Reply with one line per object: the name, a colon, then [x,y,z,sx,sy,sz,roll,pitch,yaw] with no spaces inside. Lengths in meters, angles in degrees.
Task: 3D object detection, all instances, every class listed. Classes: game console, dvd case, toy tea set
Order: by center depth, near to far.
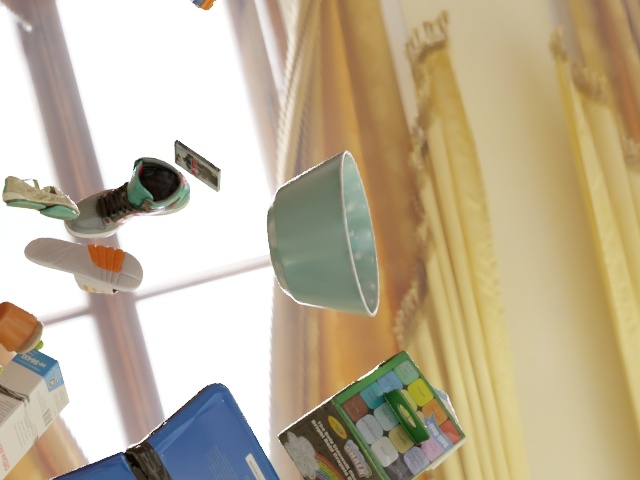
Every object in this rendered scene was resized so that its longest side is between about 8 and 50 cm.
game console: [-0.194,0.379,1.337,0.173,0.293,0.250,-13,-161,44]
toy tea set: [-0.595,0.247,1.656,0.336,0.124,0.200,-31,-143,17]
dvd case: [-0.258,-0.156,2.058,0.013,0.119,0.087,-49,168,-26]

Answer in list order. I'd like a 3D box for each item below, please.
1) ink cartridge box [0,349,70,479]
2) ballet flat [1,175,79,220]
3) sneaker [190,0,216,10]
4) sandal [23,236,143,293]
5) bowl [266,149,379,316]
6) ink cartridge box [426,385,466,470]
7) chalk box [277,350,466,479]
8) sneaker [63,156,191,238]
ink cartridge box: [-0.571,0.319,1.828,0.086,0.148,0.203,25,-129,17]
ballet flat: [-0.446,-0.071,1.581,0.057,0.052,0.168,-12,167,20]
sneaker: [-0.234,-0.463,1.587,0.087,0.221,0.083,16,120,-48]
sandal: [-0.505,0.060,2.114,0.265,0.076,0.102,16,-133,6]
bowl: [0.000,0.000,1.829,0.163,0.311,0.311,-10,-175,10]
ink cartridge box: [0.198,0.348,1.837,0.092,0.090,0.143,-47,-150,18]
chalk box: [0.095,0.312,1.603,0.179,0.180,0.289,-28,171,-37]
sneaker: [-0.424,-0.096,2.170,0.295,0.124,0.178,-19,165,-17]
